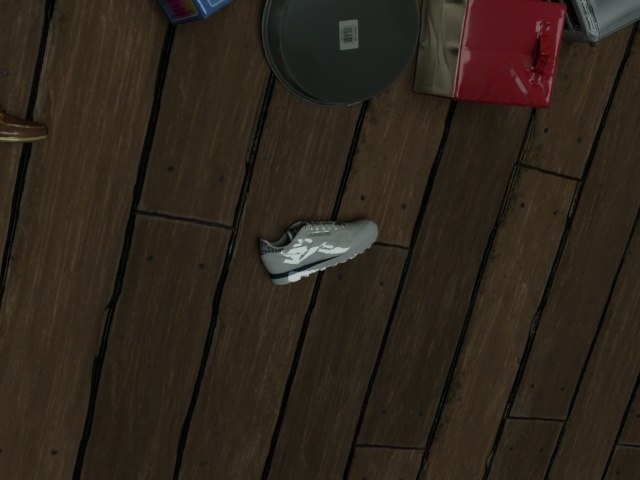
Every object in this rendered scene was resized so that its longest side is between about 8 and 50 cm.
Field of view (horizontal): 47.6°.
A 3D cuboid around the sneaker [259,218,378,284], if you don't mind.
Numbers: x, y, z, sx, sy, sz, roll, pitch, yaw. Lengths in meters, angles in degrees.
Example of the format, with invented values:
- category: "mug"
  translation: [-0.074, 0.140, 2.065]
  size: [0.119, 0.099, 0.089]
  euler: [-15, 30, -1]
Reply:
- category: "sneaker"
  translation: [0.000, 0.000, 1.375]
  size: [0.235, 0.090, 0.094]
  euler: [-23, 103, -16]

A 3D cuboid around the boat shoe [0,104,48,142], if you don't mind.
- category: "boat shoe"
  translation: [-0.513, -0.186, 1.117]
  size: [0.178, 0.064, 0.060]
  euler: [5, 105, -21]

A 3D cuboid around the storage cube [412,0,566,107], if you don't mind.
- category: "storage cube"
  translation: [0.301, -0.348, 1.325]
  size: [0.193, 0.215, 0.183]
  euler: [1, 106, -16]

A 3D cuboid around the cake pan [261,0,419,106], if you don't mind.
- category: "cake pan"
  translation: [0.046, -0.367, 1.266]
  size: [0.293, 0.054, 0.293]
  euler: [-8, 120, -14]

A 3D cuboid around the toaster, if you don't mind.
- category: "toaster"
  translation: [0.530, -0.497, 1.419]
  size: [0.146, 0.129, 0.227]
  euler: [-35, 117, -7]

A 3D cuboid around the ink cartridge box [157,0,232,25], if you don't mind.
- category: "ink cartridge box"
  translation: [-0.198, -0.559, 1.061]
  size: [0.270, 0.151, 0.395]
  euler: [-41, 116, -21]
